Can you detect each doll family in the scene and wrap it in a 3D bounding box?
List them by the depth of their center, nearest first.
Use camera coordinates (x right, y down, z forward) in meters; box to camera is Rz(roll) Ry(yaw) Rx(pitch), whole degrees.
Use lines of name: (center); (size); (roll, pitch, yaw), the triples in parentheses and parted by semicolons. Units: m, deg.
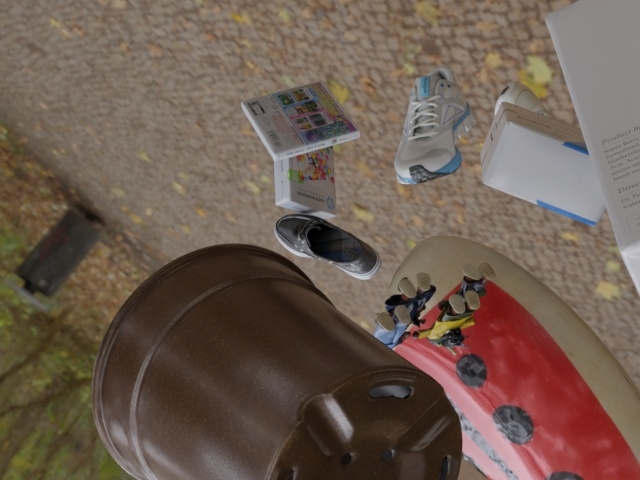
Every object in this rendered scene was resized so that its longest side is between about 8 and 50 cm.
doll family: (0.112, 0.092, 1.004); (0.111, 0.193, 0.076); (115, 143, -55)

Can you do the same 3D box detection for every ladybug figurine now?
ladybug figurine: (0.242, 0.192, 1.168); (0.449, 0.162, 0.305); (45, 152, 20)

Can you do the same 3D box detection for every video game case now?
video game case: (-0.033, -0.192, 1.416); (0.157, 0.143, 0.019); (-122, 21, -43)

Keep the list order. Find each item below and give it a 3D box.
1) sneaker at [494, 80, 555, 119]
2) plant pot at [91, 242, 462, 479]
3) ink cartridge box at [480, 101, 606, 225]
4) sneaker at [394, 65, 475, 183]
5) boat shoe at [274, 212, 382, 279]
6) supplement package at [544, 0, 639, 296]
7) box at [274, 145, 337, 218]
sneaker: (0.422, -0.189, 1.672); (0.118, 0.110, 0.292); (24, 166, 47)
plant pot: (-0.021, 0.101, 0.503); (0.167, 0.167, 0.165); (48, 166, -33)
ink cartridge box: (0.286, -0.104, 1.137); (0.148, 0.085, 0.203); (21, -163, 4)
sneaker: (0.112, -0.126, 0.938); (0.071, 0.190, 0.083); (-8, 119, 21)
boat shoe: (0.000, 0.000, 1.534); (0.228, 0.080, 0.076); (29, 172, 36)
supplement package: (0.308, -0.072, 0.696); (0.178, 0.293, 0.175); (-21, 131, 21)
box: (-0.029, -0.142, 1.609); (0.038, 0.186, 0.145); (-10, 165, 33)
